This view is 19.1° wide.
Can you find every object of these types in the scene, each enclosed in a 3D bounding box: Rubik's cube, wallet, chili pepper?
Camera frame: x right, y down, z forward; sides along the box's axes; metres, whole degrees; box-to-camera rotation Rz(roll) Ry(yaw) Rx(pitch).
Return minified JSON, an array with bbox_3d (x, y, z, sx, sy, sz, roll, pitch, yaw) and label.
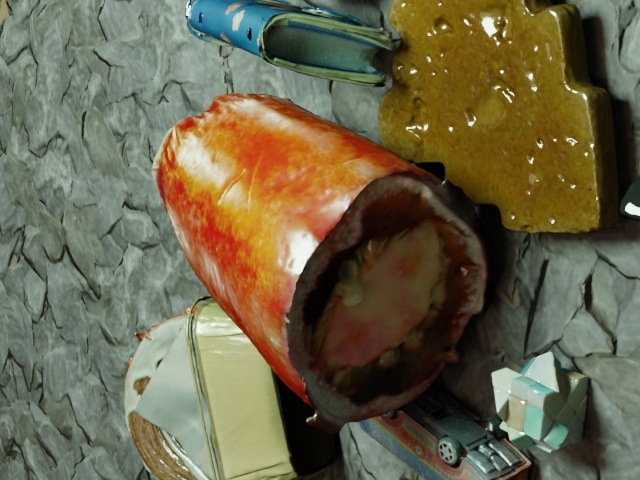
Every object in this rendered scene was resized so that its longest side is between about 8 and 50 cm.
[{"bbox_3d":[0.185,0.140,1.643,0.075,0.073,0.084,0,101,49],"label":"Rubik's cube"},{"bbox_3d":[-0.027,-0.189,1.730,0.202,0.141,0.059,29,106,64],"label":"wallet"},{"bbox_3d":[0.000,0.000,1.744,0.251,0.229,0.305,55,175,-36],"label":"chili pepper"}]

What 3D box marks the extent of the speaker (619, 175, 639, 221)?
[{"bbox_3d":[0.369,-0.024,1.224,0.254,0.184,0.232,19,71,46],"label":"speaker"}]

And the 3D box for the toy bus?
[{"bbox_3d":[0.109,0.183,1.755,0.192,0.065,0.077,35,133,40],"label":"toy bus"}]

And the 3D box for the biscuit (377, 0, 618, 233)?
[{"bbox_3d":[0.159,-0.115,1.629,0.301,0.043,0.278,56,137,23],"label":"biscuit"}]

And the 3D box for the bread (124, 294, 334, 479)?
[{"bbox_3d":[-0.095,0.165,1.945,0.212,0.142,0.224,-12,90,36],"label":"bread"}]
